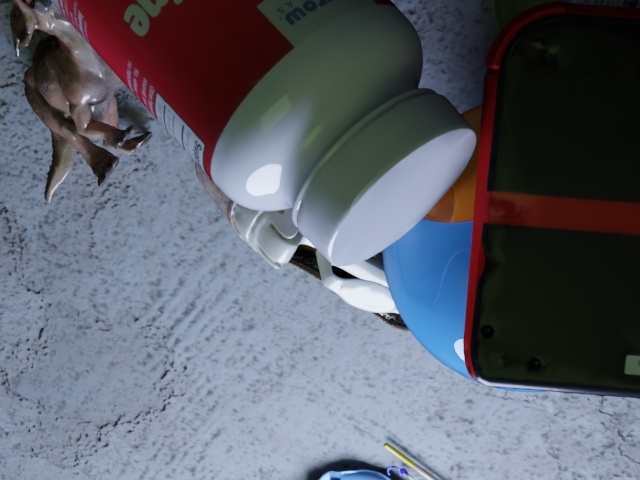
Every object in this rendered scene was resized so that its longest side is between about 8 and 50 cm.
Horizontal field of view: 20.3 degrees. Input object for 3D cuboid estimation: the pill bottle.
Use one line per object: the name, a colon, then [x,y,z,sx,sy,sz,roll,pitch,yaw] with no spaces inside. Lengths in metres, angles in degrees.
pill bottle: [-0.057,-0.178,1.621,0.408,0.229,0.229,47,129,18]

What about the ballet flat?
ballet flat: [0.000,0.000,1.902,0.316,0.106,0.107,28,127,-4]

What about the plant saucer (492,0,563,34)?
plant saucer: [0.285,-0.233,1.703,0.241,0.037,0.241,7,126,10]

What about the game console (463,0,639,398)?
game console: [0.328,-0.028,1.560,0.386,0.060,0.342,4,98,4]

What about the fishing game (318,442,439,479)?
fishing game: [0.047,0.352,2.177,0.189,0.041,0.264,33,118,-9]

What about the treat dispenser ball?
treat dispenser ball: [0.203,0.003,1.733,0.288,0.288,0.288,7,126,11]

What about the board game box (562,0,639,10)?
board game box: [0.385,-0.277,1.572,0.303,0.097,0.224,9,116,0]

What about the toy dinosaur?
toy dinosaur: [-0.264,-0.174,1.854,0.200,0.127,0.296,35,142,2]
